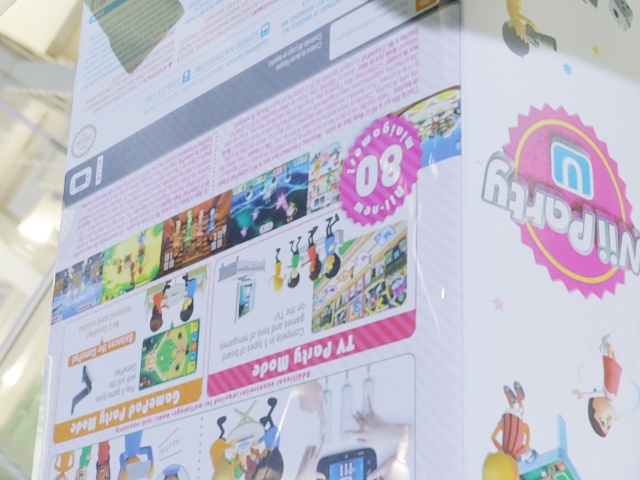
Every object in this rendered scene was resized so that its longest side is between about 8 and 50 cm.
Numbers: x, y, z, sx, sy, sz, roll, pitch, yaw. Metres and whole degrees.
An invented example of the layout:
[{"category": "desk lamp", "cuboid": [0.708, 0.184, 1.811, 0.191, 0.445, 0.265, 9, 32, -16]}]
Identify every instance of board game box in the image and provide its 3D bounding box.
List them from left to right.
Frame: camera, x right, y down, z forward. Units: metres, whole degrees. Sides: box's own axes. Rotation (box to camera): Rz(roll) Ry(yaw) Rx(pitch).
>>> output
[{"category": "board game box", "cuboid": [0.000, 0.000, 0.450, 0.097, 0.303, 0.224, 21, 151, -37]}]

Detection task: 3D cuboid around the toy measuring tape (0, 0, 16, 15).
[{"category": "toy measuring tape", "cuboid": [-0.143, -0.142, 0.425, 0.121, 0.121, 0.330, 29, -163, -52]}]
